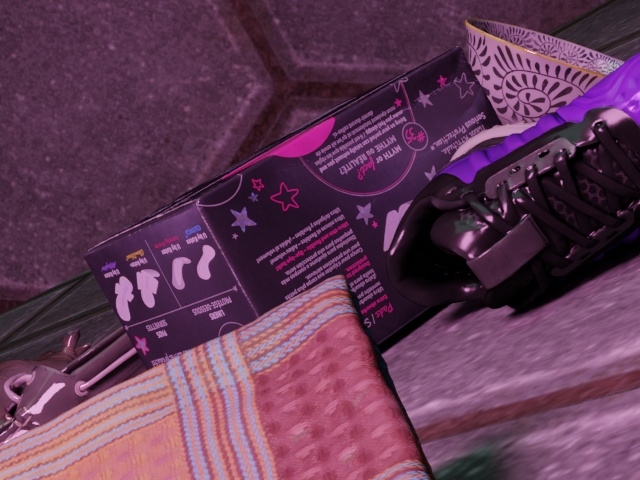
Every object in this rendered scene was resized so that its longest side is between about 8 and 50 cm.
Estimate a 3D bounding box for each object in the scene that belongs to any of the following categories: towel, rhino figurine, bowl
[{"bbox_3d":[-0.129,0.154,0.686,0.370,0.040,0.271,-28,27,2],"label":"towel"},{"bbox_3d":[-0.264,0.139,1.563,0.106,0.073,0.243,-28,4,37],"label":"rhino figurine"},{"bbox_3d":[0.184,-0.112,1.468,0.170,0.080,0.170,16,14,-4],"label":"bowl"}]

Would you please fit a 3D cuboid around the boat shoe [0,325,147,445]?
[{"bbox_3d":[-0.151,0.089,1.373,0.335,0.095,0.112,-30,7,-14],"label":"boat shoe"}]

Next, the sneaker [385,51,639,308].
[{"bbox_3d":[0.143,-0.022,1.048,0.146,0.102,0.293,-39,7,-38],"label":"sneaker"}]

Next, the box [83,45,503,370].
[{"bbox_3d":[0.000,0.000,1.235,0.247,0.142,0.163,-32,6,-35],"label":"box"}]
